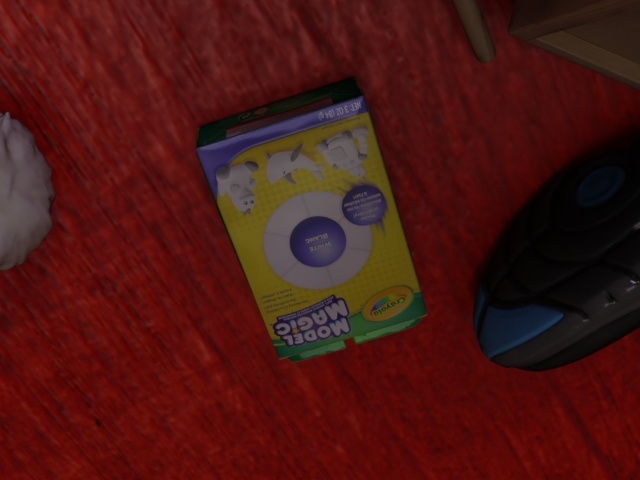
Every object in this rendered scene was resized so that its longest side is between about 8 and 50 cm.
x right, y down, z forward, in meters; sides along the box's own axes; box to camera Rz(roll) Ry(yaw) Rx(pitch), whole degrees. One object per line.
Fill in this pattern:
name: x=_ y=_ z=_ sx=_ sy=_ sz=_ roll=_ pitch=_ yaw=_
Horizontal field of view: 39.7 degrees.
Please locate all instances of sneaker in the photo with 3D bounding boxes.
sneaker: x=0.249 y=-0.014 z=0.530 sx=0.341 sy=0.125 sz=0.140 roll=-38 pitch=120 yaw=15

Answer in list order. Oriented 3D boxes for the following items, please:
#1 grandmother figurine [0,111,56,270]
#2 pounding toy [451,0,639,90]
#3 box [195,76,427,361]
grandmother figurine: x=-0.289 y=-0.092 z=0.450 sx=0.342 sy=0.104 sz=0.207 roll=33 pitch=95 yaw=-22
pounding toy: x=0.144 y=-0.146 z=0.452 sx=0.206 sy=0.181 sz=0.094 roll=16 pitch=86 yaw=-22
box: x=0.000 y=0.000 z=0.556 sx=0.105 sy=0.043 sz=0.179 roll=-18 pitch=119 yaw=4
